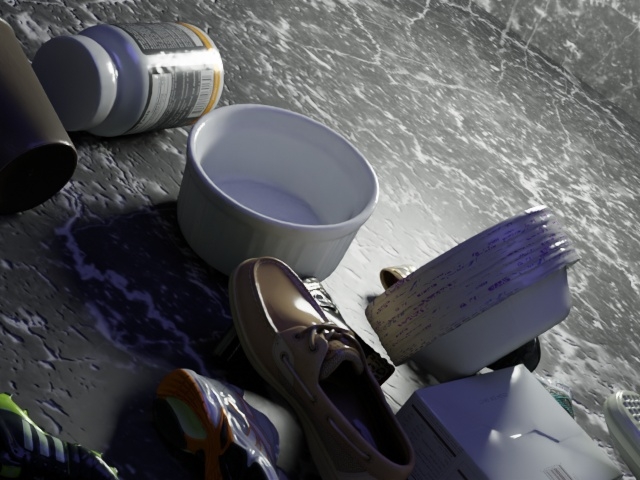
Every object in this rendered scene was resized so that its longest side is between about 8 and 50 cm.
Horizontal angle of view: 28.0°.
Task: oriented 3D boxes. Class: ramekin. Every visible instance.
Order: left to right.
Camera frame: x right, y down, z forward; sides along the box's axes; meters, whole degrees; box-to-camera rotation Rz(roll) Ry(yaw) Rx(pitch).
[{"bbox_3d":[-0.068,-0.057,1.805,0.277,0.135,0.277,14,37,-11],"label":"ramekin"}]

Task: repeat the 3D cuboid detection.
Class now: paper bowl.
[{"bbox_3d":[0.213,0.083,1.690,0.284,0.284,0.148,-17,73,-57],"label":"paper bowl"}]

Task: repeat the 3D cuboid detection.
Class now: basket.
[{"bbox_3d":[-0.416,-0.157,1.621,0.204,0.154,0.227,-10,55,-51],"label":"basket"}]

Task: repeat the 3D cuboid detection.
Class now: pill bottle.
[{"bbox_3d":[-0.279,-0.236,1.873,0.162,0.162,0.278,45,29,18],"label":"pill bottle"}]

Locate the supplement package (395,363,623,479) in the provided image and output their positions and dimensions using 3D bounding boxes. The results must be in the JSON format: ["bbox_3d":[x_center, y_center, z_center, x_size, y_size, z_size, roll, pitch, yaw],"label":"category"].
[{"bbox_3d":[0.215,0.290,1.616,0.262,0.145,0.204,-5,47,-51],"label":"supplement package"}]

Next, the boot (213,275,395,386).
[{"bbox_3d":[-0.014,0.146,1.658,0.178,0.085,0.236,45,30,13],"label":"boot"}]

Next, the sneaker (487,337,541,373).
[{"bbox_3d":[0.263,0.130,1.907,0.124,0.107,0.283,37,5,-32],"label":"sneaker"}]

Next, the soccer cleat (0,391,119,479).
[{"bbox_3d":[-0.280,0.221,1.280,0.179,0.060,0.072,32,37,7],"label":"soccer cleat"}]

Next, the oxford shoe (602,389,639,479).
[{"bbox_3d":[0.490,0.387,1.682,0.449,0.130,0.169,51,29,-14],"label":"oxford shoe"}]

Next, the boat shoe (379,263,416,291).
[{"bbox_3d":[0.134,0.102,1.923,0.059,0.063,0.170,3,38,-30],"label":"boat shoe"}]

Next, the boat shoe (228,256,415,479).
[{"bbox_3d":[0.008,0.148,1.533,0.122,0.110,0.341,-16,66,-41],"label":"boat shoe"}]

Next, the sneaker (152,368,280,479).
[{"bbox_3d":[-0.075,0.245,1.424,0.121,0.099,0.262,8,39,-48],"label":"sneaker"}]

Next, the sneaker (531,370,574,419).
[{"bbox_3d":[0.316,0.238,1.907,0.166,0.065,0.076,17,39,-25],"label":"sneaker"}]
